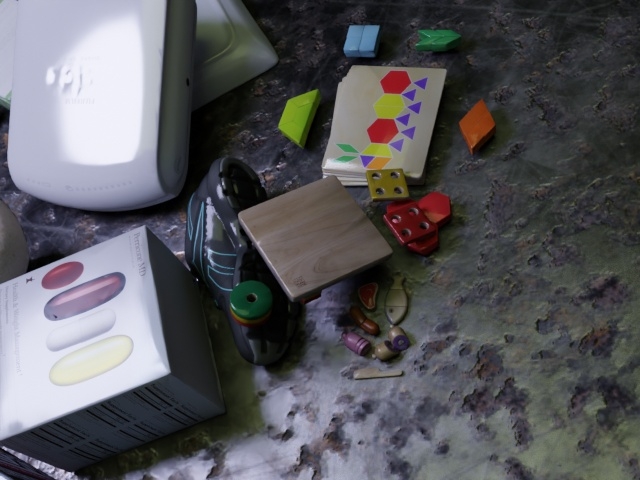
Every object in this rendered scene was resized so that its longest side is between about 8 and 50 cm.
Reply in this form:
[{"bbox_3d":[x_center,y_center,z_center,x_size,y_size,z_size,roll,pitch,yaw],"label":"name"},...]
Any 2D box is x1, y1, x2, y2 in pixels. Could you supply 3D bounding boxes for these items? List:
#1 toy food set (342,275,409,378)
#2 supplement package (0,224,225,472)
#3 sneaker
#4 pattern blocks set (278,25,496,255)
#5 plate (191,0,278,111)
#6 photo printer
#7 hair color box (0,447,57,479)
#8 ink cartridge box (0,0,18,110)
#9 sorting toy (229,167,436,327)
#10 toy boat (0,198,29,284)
[{"bbox_3d":[0.062,0.096,0.872,0.078,0.019,0.122,-7,60,13],"label":"toy food set"},{"bbox_3d":[-0.245,0.127,0.873,0.203,0.149,0.194,-22,58,5],"label":"supplement package"},{"bbox_3d":[-0.103,0.032,0.932,0.106,0.101,0.267,-32,59,33],"label":"sneaker"},{"bbox_3d":[0.082,-0.148,0.996,0.285,0.026,0.325,15,69,23],"label":"pattern blocks set"},{"bbox_3d":[-0.244,-0.311,1.149,0.277,0.045,0.278,-30,69,-1],"label":"plate"},{"bbox_3d":[-0.300,-0.194,1.043,0.256,0.107,0.307,3,89,17],"label":"photo printer"},{"bbox_3d":[-0.445,0.255,0.840,0.374,0.185,0.113,17,69,25],"label":"hair color box"},{"bbox_3d":[-0.521,-0.315,1.260,0.235,0.056,0.171,25,71,28],"label":"ink cartridge box"},{"bbox_3d":[0.000,0.000,0.886,0.274,0.046,0.132,-24,59,-21],"label":"sorting toy"},{"bbox_3d":[-0.511,0.030,0.985,0.318,0.148,0.267,41,107,41],"label":"toy boat"}]
